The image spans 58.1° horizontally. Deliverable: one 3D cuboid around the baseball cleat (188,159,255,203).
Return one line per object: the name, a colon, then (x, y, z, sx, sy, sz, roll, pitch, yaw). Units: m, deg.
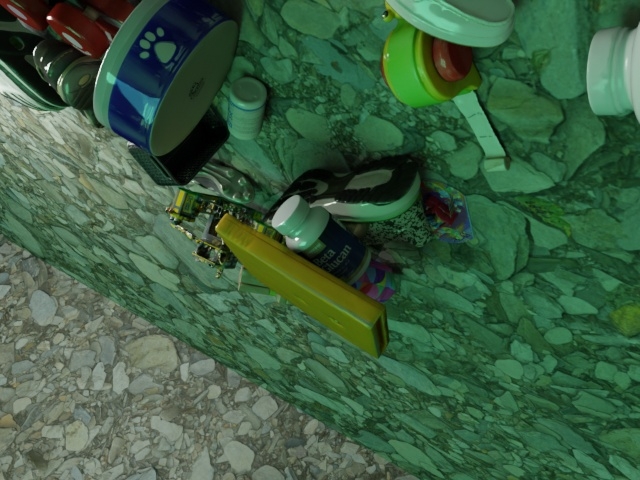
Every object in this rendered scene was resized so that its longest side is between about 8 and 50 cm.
baseball cleat: (-0.241, -0.143, 1.381, 0.205, 0.072, 0.109, 32, 168, 8)

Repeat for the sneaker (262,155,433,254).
sneaker: (0.044, -0.034, 1.121, 0.410, 0.158, 0.182, 0, 132, 49)

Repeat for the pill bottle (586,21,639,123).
pill bottle: (0.403, -0.171, 0.544, 0.263, 0.146, 0.146, 8, 142, 41)

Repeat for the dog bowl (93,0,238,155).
dog bowl: (-0.248, -0.276, 0.952, 0.104, 0.265, 0.265, 32, 152, -2)

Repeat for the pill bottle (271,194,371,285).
pill bottle: (0.000, 0.000, 0.995, 0.169, 0.094, 0.094, 40, 152, -24)

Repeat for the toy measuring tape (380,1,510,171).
toy measuring tape: (0.171, -0.192, 0.794, 0.121, 0.121, 0.330, 1, 137, 46)

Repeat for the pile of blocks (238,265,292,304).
pile of blocks: (-0.052, 0.107, 1.538, 0.361, 0.149, 0.113, 18, 106, 12)

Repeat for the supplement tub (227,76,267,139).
supplement tub: (-0.140, -0.248, 1.086, 0.071, 0.071, 0.107, 32, 151, 5)

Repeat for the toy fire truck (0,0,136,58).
toy fire truck: (-0.417, -0.413, 1.056, 0.302, 0.170, 0.254, 29, 170, 13)

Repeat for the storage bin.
storage bin: (-0.289, -0.209, 1.188, 0.084, 0.180, 0.122, 6, 141, 43)

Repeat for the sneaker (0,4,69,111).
sneaker: (-0.782, -0.463, 1.336, 0.257, 0.169, 0.447, -4, 136, 47)

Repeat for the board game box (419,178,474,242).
board game box: (0.210, -0.042, 1.071, 0.133, 0.033, 0.169, 13, 145, 34)

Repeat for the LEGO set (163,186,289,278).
LEGO set: (-0.211, 0.018, 1.363, 0.331, 0.192, 0.255, 22, -173, 13)

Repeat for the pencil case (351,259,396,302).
pencil case: (0.066, 0.075, 1.240, 0.104, 0.105, 0.236, 7, 173, 41)

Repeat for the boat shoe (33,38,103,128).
boat shoe: (-0.486, -0.336, 1.200, 0.130, 0.132, 0.355, 44, 173, -6)

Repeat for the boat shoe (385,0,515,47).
boat shoe: (0.113, -0.327, 0.663, 0.277, 0.098, 0.096, 34, 153, 4)

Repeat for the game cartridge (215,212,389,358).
game cartridge: (-0.022, 0.090, 1.063, 0.323, 0.053, 0.285, 32, 166, 18)
